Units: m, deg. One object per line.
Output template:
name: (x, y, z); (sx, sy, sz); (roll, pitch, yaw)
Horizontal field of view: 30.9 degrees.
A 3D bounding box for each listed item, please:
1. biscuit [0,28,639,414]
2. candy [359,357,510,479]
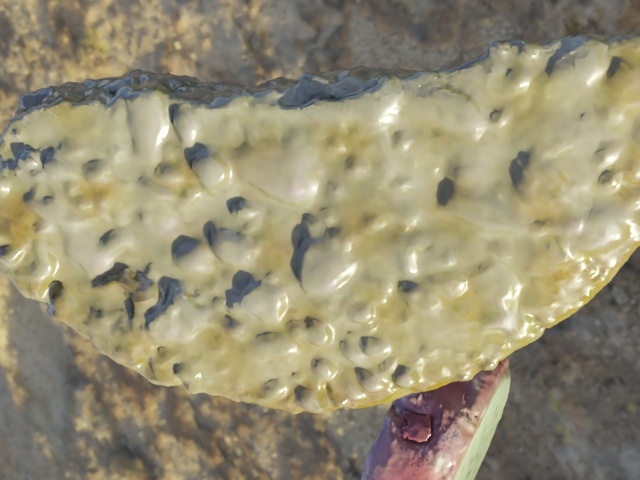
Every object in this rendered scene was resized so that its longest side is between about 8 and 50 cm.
biscuit: (0.001, -0.001, 0.435); (0.289, 0.038, 0.141); (-4, 109, 15)
candy: (0.056, 0.094, 0.553); (0.043, 0.103, 0.103); (24, 136, 18)
